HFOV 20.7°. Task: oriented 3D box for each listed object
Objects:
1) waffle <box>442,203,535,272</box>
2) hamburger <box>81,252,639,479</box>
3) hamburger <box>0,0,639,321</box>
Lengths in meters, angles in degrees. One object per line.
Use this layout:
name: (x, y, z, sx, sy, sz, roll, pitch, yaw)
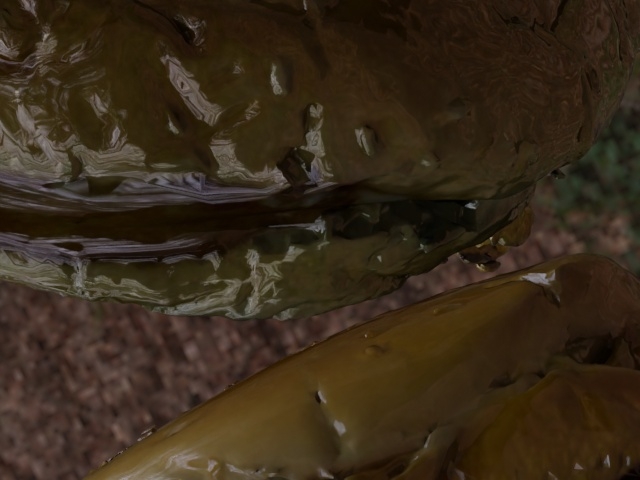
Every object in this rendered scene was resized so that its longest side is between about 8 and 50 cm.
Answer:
waffle: (0.000, 0.003, 1.109, 0.262, 0.281, 0.060, 113, 150, -88)
hamburger: (0.040, 0.129, 0.745, 0.174, 0.305, 0.284, 62, 170, 20)
hamburger: (-0.057, -0.069, 0.512, 0.211, 0.309, 0.132, -73, -8, -56)
